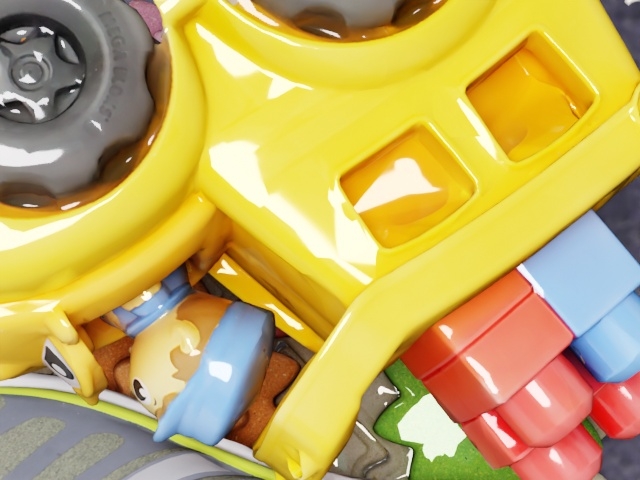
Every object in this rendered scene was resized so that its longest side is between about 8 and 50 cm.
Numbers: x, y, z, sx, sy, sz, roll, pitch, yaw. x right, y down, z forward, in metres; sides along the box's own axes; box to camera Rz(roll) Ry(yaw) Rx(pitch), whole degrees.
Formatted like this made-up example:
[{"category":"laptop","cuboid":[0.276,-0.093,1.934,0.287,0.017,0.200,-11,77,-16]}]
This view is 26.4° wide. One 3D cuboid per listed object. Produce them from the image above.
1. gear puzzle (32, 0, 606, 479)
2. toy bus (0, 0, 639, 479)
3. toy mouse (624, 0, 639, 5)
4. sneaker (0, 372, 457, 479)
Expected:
[{"category":"gear puzzle","cuboid":[0.008,0.065,0.490,0.175,0.044,0.339,-43,84,-4]},{"category":"toy bus","cuboid":[0.000,0.000,0.407,0.220,0.149,0.211,-35,85,-13]},{"category":"toy mouse","cuboid":[0.167,-0.176,0.525,0.161,0.031,0.143,-18,83,-2]},{"category":"sneaker","cuboid":[-0.050,0.114,0.419,0.300,0.121,0.111,6,99,8]}]
